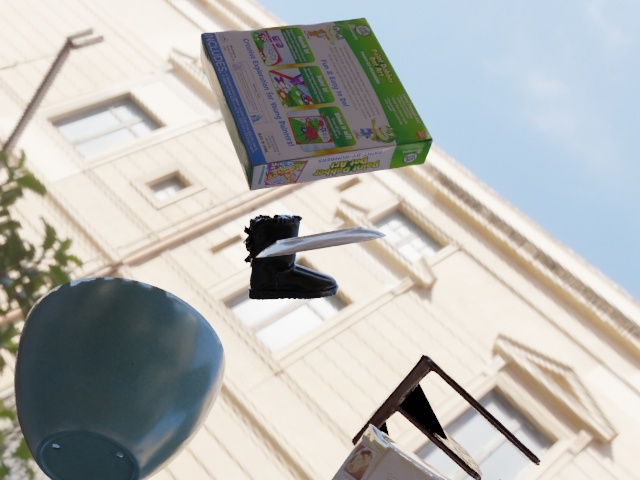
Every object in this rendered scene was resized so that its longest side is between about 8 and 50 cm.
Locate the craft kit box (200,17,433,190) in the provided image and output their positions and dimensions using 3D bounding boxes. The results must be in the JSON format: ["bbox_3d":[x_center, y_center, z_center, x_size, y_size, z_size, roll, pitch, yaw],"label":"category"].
[{"bbox_3d":[-0.011,-0.190,1.136,0.061,0.246,0.250,102,-28,-53],"label":"craft kit box"}]

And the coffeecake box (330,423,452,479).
[{"bbox_3d":[0.054,0.289,0.778,0.142,0.186,0.068,37,-3,-13],"label":"coffeecake box"}]

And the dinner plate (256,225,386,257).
[{"bbox_3d":[0.000,0.000,0.910,0.141,0.141,0.017,-10,-90,51],"label":"dinner plate"}]

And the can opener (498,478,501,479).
[{"bbox_3d":[0.270,0.498,1.401,0.095,0.076,0.284,17,-50,4],"label":"can opener"}]

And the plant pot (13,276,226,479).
[{"bbox_3d":[-0.285,0.221,1.145,0.290,0.195,0.290,2,-52,3],"label":"plant pot"}]

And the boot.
[{"bbox_3d":[-0.035,0.019,1.014,0.045,0.121,0.099,-151,-119,-71],"label":"boot"}]

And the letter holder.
[{"bbox_3d":[0.181,0.290,1.233,0.214,0.152,0.302,41,-2,9],"label":"letter holder"}]
